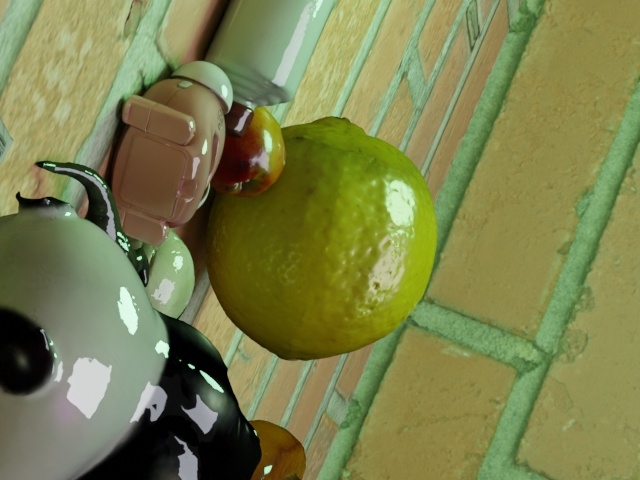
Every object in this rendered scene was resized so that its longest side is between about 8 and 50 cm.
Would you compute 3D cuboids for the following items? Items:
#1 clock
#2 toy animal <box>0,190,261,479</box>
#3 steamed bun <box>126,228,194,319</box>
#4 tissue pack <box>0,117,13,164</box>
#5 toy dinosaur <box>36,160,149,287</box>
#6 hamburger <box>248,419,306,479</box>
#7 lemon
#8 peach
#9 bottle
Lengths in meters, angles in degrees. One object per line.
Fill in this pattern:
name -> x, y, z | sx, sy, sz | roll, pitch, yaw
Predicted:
clock -> -0.139, -0.084, 1.831 | 0.162, 0.093, 0.166 | -50, 158, -64
toy animal -> -0.202, 0.115, 1.506 | 0.251, 0.251, 0.310 | -62, 145, -28
steamed bun -> -0.174, 0.041, 1.876 | 0.130, 0.091, 0.112 | -50, 162, -58
tissue pack -> -0.284, -0.041, 1.226 | 0.106, 0.099, 0.148 | 77, 36, -66
toy dinosaur -> -0.220, 0.031, 1.676 | 0.179, 0.087, 0.187 | 40, 71, -79
hamburger -> -0.177, 0.304, 1.948 | 0.330, 0.250, 0.330 | 23, 90, -78
lemon -> 0.000, -0.002, 2.165 | 0.293, 0.293, 0.293 | 22, 90, -78
peach -> -0.086, -0.103, 2.032 | 0.101, 0.101, 0.100 | 22, 90, -78
bottle -> -0.051, -0.223, 1.944 | 0.104, 0.104, 0.245 | 54, 58, -76
